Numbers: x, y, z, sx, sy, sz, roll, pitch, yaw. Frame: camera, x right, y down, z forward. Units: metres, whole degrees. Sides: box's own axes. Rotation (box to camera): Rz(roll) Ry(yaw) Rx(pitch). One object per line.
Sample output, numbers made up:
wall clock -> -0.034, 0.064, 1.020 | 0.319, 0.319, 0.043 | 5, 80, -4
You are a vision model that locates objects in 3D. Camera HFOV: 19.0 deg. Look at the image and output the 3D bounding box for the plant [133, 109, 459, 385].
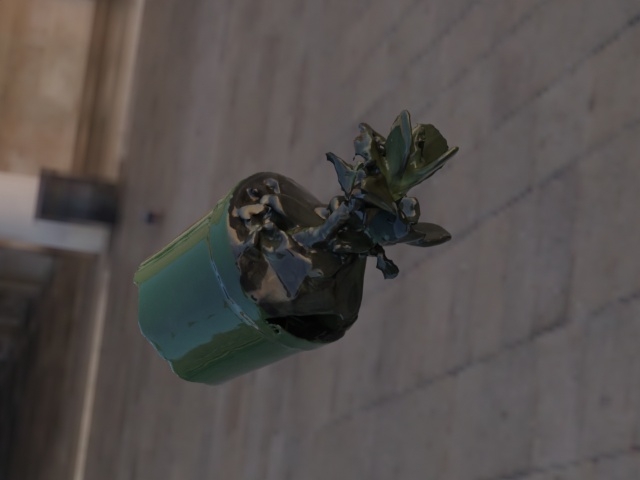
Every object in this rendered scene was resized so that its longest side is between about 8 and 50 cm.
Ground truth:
plant -> 0.000, 0.000, 0.487 | 0.102, 0.051, 0.051 | -31, 44, 35
